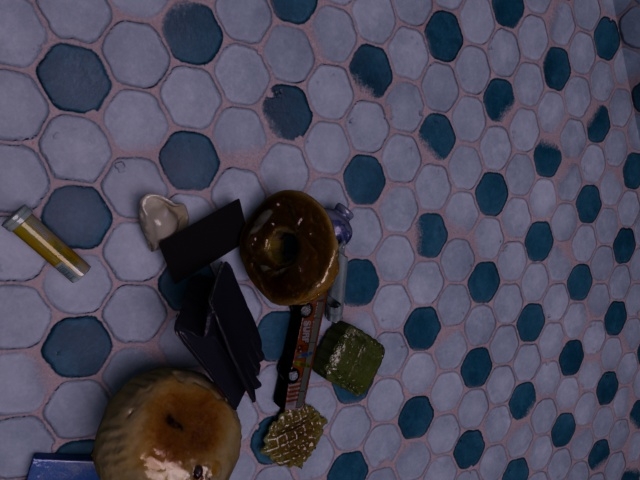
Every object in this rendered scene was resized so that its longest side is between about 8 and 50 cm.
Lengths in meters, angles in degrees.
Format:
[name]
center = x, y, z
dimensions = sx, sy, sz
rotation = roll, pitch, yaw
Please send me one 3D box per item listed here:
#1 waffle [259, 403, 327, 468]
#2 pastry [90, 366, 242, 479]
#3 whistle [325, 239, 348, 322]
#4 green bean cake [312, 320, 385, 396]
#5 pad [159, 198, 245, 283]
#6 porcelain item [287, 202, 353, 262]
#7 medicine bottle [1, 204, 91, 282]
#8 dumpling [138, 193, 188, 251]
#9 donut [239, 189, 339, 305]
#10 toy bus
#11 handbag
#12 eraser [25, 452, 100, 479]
[waffle]
center = -0.084, 0.640, 1.774
dimensions = 0.208, 0.054, 0.214
rotation = 35, 75, -25
[pastry]
center = -0.408, 0.535, 1.428
dimensions = 0.389, 0.313, 0.388
rotation = 19, 55, -30
[whistle]
center = 0.050, 0.132, 1.688
dimensions = 0.062, 0.062, 0.312
rotation = -19, 134, -25
[green bean cake]
center = 0.097, 0.392, 1.800
dimensions = 0.214, 0.113, 0.200
rotation = 33, 82, -28
[pad]
center = -0.322, 0.001, 1.524
dimensions = 0.265, 0.009, 0.159
rotation = -33, 136, -28
[porcelain item]
center = 0.000, 0.000, 1.682
dimensions = 0.141, 0.141, 0.259
rotation = 41, 88, -27
[medicine bottle]
center = -0.680, 0.013, 1.347
dimensions = 0.074, 0.074, 0.218
rotation = -46, 118, -15
[dumpling]
center = -0.418, -0.056, 1.460
dimensions = 0.134, 0.100, 0.169
rotation = -23, 109, -27
[donut]
center = -0.082, 0.027, 1.559
dimensions = 0.330, 0.330, 0.160
rotation = -68, 156, -4
[toy bus]
center = -0.068, 0.330, 1.713
dimensions = 0.092, 0.093, 0.408
rotation = 10, 93, -30
[handbag]
center = -0.262, 0.260, 1.481
dimensions = 0.122, 0.303, 0.329
rotation = -20, 112, 6
[eraser]
center = -0.639, 0.663, 1.483
dimensions = 0.312, 0.043, 0.144
rotation = 15, 90, -30
